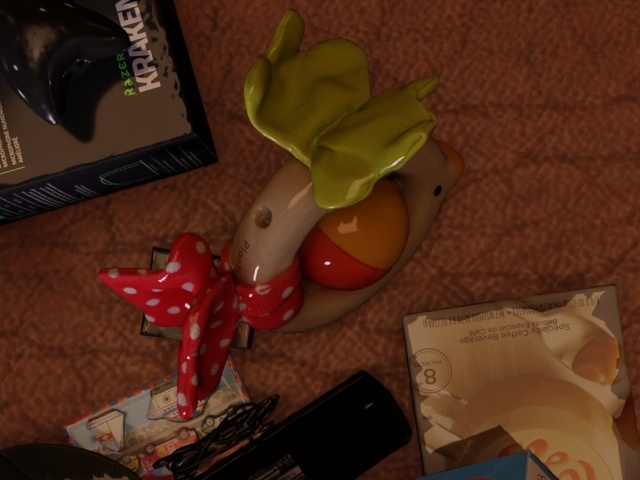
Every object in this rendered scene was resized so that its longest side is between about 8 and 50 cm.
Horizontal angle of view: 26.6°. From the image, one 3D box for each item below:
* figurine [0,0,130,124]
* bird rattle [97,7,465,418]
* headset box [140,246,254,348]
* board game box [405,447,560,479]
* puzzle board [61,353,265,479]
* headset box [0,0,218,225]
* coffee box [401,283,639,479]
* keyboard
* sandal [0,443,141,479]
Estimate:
[{"bbox_3d":[-0.252,-0.097,0.792,0.209,0.092,0.215,35,89,1],"label":"figurine"},{"bbox_3d":[0.000,0.000,0.850,0.143,0.207,0.253,36,106,35],"label":"bird rattle"},{"bbox_3d":[-0.077,0.040,0.931,0.083,0.032,0.062,7,87,2],"label":"headset box"},{"bbox_3d":[-0.008,0.289,0.728,0.302,0.308,0.086,-22,126,32],"label":"board game box"},{"bbox_3d":[-0.103,0.145,0.935,0.128,0.011,0.096,-25,86,-1],"label":"puzzle board"},{"bbox_3d":[-0.240,-0.136,0.900,0.283,0.131,0.246,-15,85,1],"label":"headset box"},{"bbox_3d":[0.138,0.161,0.881,0.141,0.098,0.246,-9,86,2],"label":"coffee box"},{"bbox_3d":[-0.039,0.146,0.916,0.192,0.038,0.100,-33,121,-4],"label":"keyboard"},{"bbox_3d":[-0.235,0.222,0.902,0.303,0.086,0.120,-25,71,17],"label":"sandal"}]
